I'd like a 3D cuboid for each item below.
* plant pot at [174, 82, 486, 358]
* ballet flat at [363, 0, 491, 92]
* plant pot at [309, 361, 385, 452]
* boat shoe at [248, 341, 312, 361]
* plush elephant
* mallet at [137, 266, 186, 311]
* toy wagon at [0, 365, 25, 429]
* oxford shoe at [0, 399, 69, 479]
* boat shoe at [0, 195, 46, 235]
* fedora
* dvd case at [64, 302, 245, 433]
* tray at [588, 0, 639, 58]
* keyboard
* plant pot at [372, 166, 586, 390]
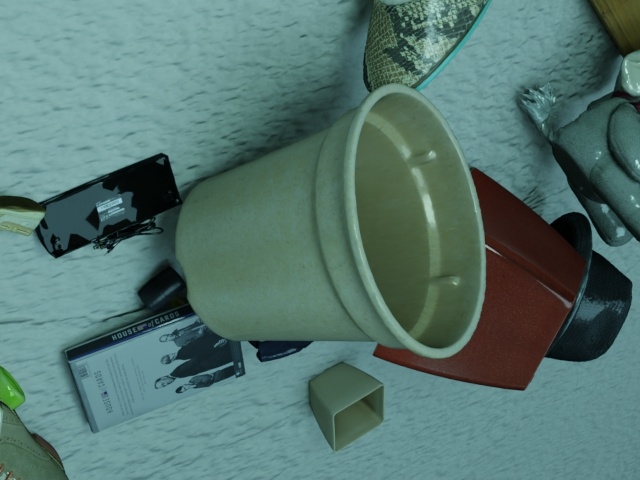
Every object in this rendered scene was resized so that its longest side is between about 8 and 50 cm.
[{"bbox_3d":[0.000,0.000,1.493,0.334,0.305,0.334,24,61,-52],"label":"plant pot"},{"bbox_3d":[0.191,-0.400,1.509,0.483,0.164,0.182,-46,127,-12],"label":"ballet flat"},{"bbox_3d":[0.038,0.274,2.012,0.109,0.096,0.109,-28,139,-24],"label":"plant pot"},{"bbox_3d":[0.015,0.056,1.779,0.340,0.127,0.158,-23,143,-16],"label":"boat shoe"},{"bbox_3d":[0.507,-0.174,1.881,0.255,0.330,0.272,-36,176,-2],"label":"plush elephant"},{"bbox_3d":[-0.186,0.091,1.671,0.062,0.039,0.189,-44,148,5],"label":"mallet"},{"bbox_3d":[-0.517,0.177,1.339,0.267,0.068,0.344,-38,121,-8],"label":"toy wagon"},{"bbox_3d":[-0.418,0.291,1.538,0.123,0.130,0.348,-42,143,-2],"label":"oxford shoe"},{"bbox_3d":[-0.376,-0.028,1.352,0.135,0.050,0.045,10,111,-49],"label":"boat shoe"},{"bbox_3d":[0.444,0.114,2.085,0.152,0.334,0.334,20,115,-9],"label":"fedora"},{"bbox_3d":[-0.226,0.173,1.663,0.238,0.030,0.179,-20,141,-14],"label":"dvd case"},{"bbox_3d":[0.507,-0.414,1.808,0.202,0.076,0.411,-35,146,14],"label":"tray"},{"bbox_3d":[-0.267,-0.036,1.481,0.192,0.038,0.100,-24,115,-26],"label":"keyboard"},{"bbox_3d":[0.267,0.080,1.856,0.267,0.235,0.267,-67,170,25],"label":"plant pot"}]
